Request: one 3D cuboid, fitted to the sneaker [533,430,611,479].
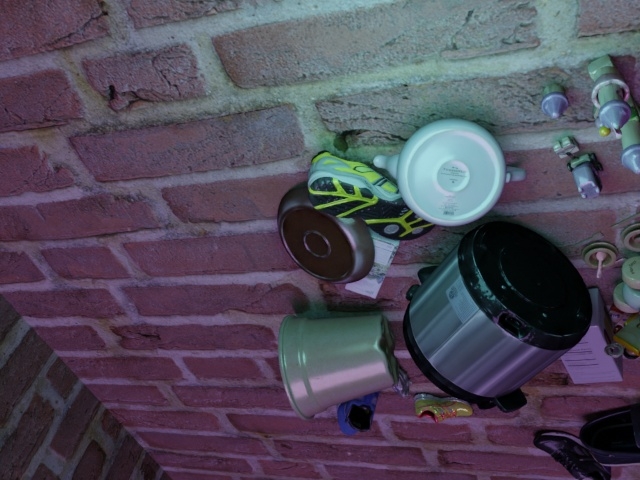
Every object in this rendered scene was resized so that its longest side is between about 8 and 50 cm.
[{"bbox_3d":[0.889,0.765,2.199,0.283,0.124,0.107,17,136,0],"label":"sneaker"}]

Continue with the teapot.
[{"bbox_3d":[0.292,-0.159,1.413,0.252,0.187,0.256,-40,98,13],"label":"teapot"}]

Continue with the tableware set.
[{"bbox_3d":[0.742,0.022,1.551,0.128,0.039,0.194,37,133,-20],"label":"tableware set"}]

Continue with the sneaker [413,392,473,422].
[{"bbox_3d":[0.429,0.602,2.200,0.208,0.094,0.081,2,133,14],"label":"sneaker"}]

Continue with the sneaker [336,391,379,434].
[{"bbox_3d":[0.124,0.637,2.294,0.130,0.147,0.330,16,137,1],"label":"sneaker"}]

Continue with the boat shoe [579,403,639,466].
[{"bbox_3d":[1.035,0.591,1.937,0.156,0.186,0.500,32,140,-24],"label":"boat shoe"}]

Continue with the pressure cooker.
[{"bbox_3d":[0.413,0.200,1.598,0.375,0.370,0.420,27,133,-5],"label":"pressure cooker"}]

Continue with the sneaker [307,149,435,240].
[{"bbox_3d":[0.139,-0.116,1.541,0.385,0.147,0.145,23,134,-33],"label":"sneaker"}]

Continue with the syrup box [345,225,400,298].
[{"bbox_3d":[0.146,0.045,1.721,0.093,0.096,0.237,19,137,2],"label":"syrup box"}]

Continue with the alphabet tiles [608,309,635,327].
[{"bbox_3d":[0.894,0.218,1.725,0.198,0.009,0.237,15,136,2],"label":"alphabet tiles"}]

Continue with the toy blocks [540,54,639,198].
[{"bbox_3d":[0.596,-0.191,1.220,0.309,0.260,0.288,-25,123,36],"label":"toy blocks"}]

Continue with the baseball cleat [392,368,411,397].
[{"bbox_3d":[0.236,0.460,2.149,0.109,0.072,0.206,0,131,37],"label":"baseball cleat"}]

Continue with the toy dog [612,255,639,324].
[{"bbox_3d":[0.881,0.131,1.512,0.334,0.161,0.220,-19,138,32],"label":"toy dog"}]

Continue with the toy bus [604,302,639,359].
[{"bbox_3d":[0.842,0.253,1.631,0.202,0.191,0.104,-5,133,21],"label":"toy bus"}]

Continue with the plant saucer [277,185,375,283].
[{"bbox_3d":[0.000,0.000,1.680,0.311,0.050,0.310,22,135,24],"label":"plant saucer"}]

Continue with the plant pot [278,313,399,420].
[{"bbox_3d":[0.072,0.366,1.942,0.305,0.334,0.334,-13,130,15],"label":"plant pot"}]

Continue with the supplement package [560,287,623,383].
[{"bbox_3d":[0.729,0.266,1.725,0.134,0.139,0.244,-13,129,34],"label":"supplement package"}]
